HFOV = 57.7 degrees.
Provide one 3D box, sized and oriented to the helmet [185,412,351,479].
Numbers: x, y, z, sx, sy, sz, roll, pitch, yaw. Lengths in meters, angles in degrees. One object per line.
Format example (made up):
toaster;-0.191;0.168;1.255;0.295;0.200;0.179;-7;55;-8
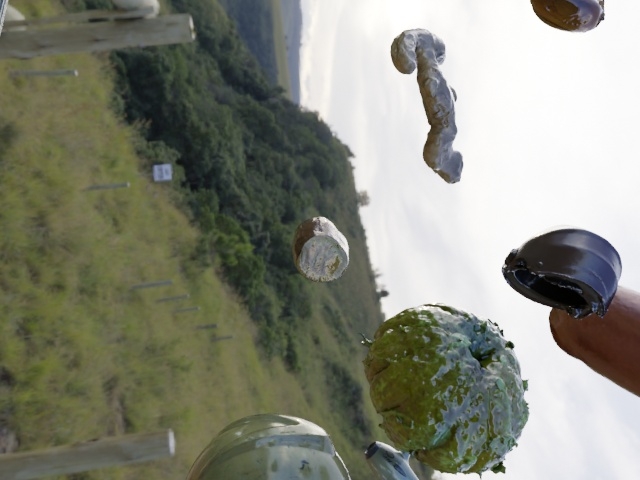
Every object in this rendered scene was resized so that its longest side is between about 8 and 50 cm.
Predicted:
helmet;-0.041;0.277;0.677;0.204;0.258;0.137;-132;-128;-79

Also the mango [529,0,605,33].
mango;0.403;-0.378;0.951;0.063;0.127;0.077;106;-5;-47

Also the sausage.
sausage;0.388;0.130;0.660;0.259;0.114;0.113;29;-44;38

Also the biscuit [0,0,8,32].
biscuit;-0.719;-0.477;1.230;0.099;0.038;0.322;-15;138;-59

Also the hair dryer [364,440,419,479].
hair dryer;0.201;0.431;1.141;0.167;0.199;0.067;57;-27;8

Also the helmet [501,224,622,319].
helmet;0.236;0.025;0.561;0.070;0.098;0.123;-56;-177;-5

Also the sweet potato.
sweet potato;0.000;0.000;0.508;0.117;0.049;0.049;-89;174;-73

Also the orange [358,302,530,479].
orange;0.218;0.242;0.985;0.223;0.300;0.301;-53;-160;39

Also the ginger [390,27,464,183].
ginger;0.176;-0.206;0.869;0.258;0.065;0.149;57;43;-36
